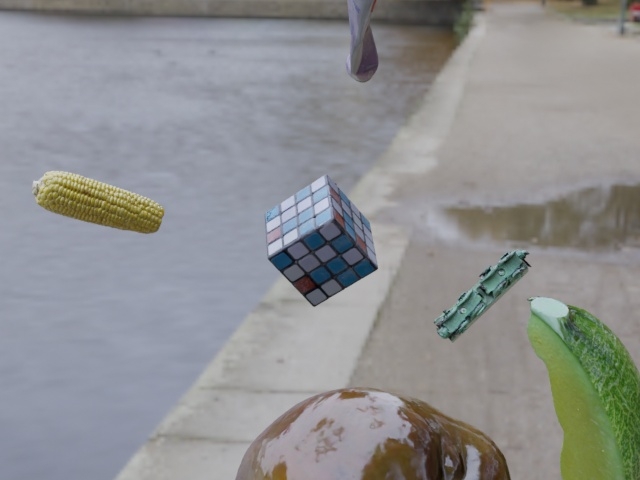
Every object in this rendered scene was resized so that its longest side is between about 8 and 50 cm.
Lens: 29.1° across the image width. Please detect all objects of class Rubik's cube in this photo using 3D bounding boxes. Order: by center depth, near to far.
[{"bbox_3d":[0.000,0.000,1.404,0.092,0.092,0.092,-31,33,16],"label":"Rubik's cube"}]

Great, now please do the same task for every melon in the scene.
[{"bbox_3d":[0.339,0.204,1.515,0.124,0.323,0.196,-7,33,20],"label":"melon"}]

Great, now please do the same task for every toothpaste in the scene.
[{"bbox_3d":[0.054,-0.288,1.667,0.048,0.075,0.301,-10,-18,0],"label":"toothpaste"}]

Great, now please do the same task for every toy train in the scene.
[{"bbox_3d":[0.198,0.065,1.504,0.038,0.148,0.071,47,1,8],"label":"toy train"}]

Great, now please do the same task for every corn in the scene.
[{"bbox_3d":[-0.338,-0.056,1.878,0.206,0.067,0.067,17,5,-23],"label":"corn"}]

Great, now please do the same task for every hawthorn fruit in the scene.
[{"bbox_3d":[0.035,0.276,1.262,0.268,0.267,0.301,-7,1,-36],"label":"hawthorn fruit"}]
